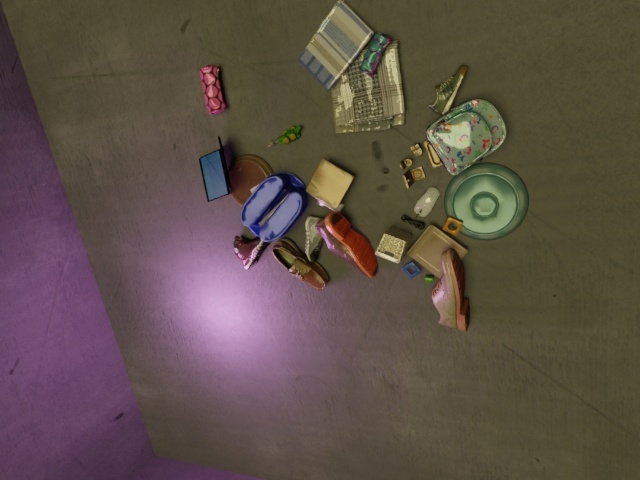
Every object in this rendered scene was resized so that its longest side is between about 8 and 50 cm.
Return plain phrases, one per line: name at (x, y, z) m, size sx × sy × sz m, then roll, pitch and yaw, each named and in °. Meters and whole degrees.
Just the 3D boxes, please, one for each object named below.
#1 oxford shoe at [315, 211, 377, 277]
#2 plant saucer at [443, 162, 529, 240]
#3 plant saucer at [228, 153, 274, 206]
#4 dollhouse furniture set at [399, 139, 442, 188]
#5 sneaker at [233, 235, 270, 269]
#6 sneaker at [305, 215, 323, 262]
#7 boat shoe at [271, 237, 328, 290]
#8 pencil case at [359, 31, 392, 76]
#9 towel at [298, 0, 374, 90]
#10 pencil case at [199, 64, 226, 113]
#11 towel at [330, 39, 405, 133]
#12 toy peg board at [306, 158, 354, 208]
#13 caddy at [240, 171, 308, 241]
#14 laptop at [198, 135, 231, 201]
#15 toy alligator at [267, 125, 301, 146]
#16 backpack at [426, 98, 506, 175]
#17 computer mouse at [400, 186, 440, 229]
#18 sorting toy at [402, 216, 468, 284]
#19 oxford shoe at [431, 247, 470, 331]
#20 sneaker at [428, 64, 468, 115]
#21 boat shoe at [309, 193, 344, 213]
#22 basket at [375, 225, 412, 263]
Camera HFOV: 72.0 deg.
oxford shoe at (0.122, 0.029, 1.982) m, size 0.132 × 0.130 × 0.364 m, roll -24°, pitch 111°, yaw 46°
plant saucer at (0.645, -0.145, 1.732) m, size 0.317 × 0.043 × 0.318 m, roll 8°, pitch 112°, yaw 22°
plant saucer at (-0.341, -0.276, 2.128) m, size 0.277 × 0.041 × 0.278 m, roll 8°, pitch 111°, yaw 21°
dollhouse furniture set at (0.398, -0.308, 1.734) m, size 0.151 × 0.123 × 0.144 m, roll -18°, pitch 101°, yaw 28°
sneaker at (-0.354, 0.008, 2.203) m, size 0.162 × 0.106 × 0.281 m, roll 42°, pitch 121°, yaw 8°
sneaker at (0.000, 0.000, 2.052) m, size 0.132 × 0.086 × 0.229 m, roll 3°, pitch 109°, yaw 21°
boat shoe at (-0.110, 0.127, 2.125) m, size 0.324 × 0.120 × 0.123 m, roll 40°, pitch 120°, yaw 6°
pencil case at (0.207, -0.701, 1.656) m, size 0.070 × 0.064 × 0.152 m, roll 53°, pitch 128°, yaw 37°
towel at (0.057, -0.769, 1.740) m, size 0.209 × 0.034 × 0.285 m, roll 49°, pitch 116°, yaw 13°
pencil case at (-0.489, -0.690, 2.015) m, size 0.098 × 0.095 × 0.210 m, roll -6°, pitch 109°, yaw 10°
towel at (0.178, -0.599, 1.766) m, size 0.311 × 0.056 × 0.325 m, roll -2°, pitch 109°, yaw 25°
toy peg board at (0.050, -0.249, 1.925) m, size 0.161 × 0.079 × 0.161 m, roll 32°, pitch 107°, yaw 11°
caddy at (-0.210, -0.153, 2.030) m, size 0.241 × 0.179 × 0.341 m, roll 40°, pitch 102°, yaw -4°
laptop at (-0.508, -0.331, 2.089) m, size 0.136 × 0.264 × 0.235 m, roll -13°, pitch 86°, yaw -9°
toy alligator at (-0.151, -0.455, 1.972) m, size 0.189 × 0.056 × 0.051 m, roll -23°, pitch 139°, yaw 29°
backpack at (0.536, -0.388, 1.605) m, size 0.253 × 0.191 × 0.225 m, roll -32°, pitch 99°, yaw 15°
computer mouse at (0.424, -0.136, 1.833) m, size 0.106 × 0.042 × 0.193 m, roll 34°, pitch 119°, yaw 10°
sorting toy at (0.496, 0.044, 1.864) m, size 0.196 × 0.047 × 0.348 m, roll 35°, pitch 123°, yaw 3°
oxford shoe at (0.529, 0.214, 1.842) m, size 0.146 × 0.140 × 0.397 m, roll 0°, pitch 117°, yaw 30°
sneaker at (0.468, -0.565, 1.641) m, size 0.086 × 0.064 × 0.192 m, roll 25°, pitch 120°, yaw 9°
boat shoe at (0.019, -0.181, 1.993) m, size 0.184 × 0.066 × 0.063 m, roll 25°, pitch 116°, yaw 3°
basket at (0.315, 0.014, 1.871) m, size 0.113 × 0.167 × 0.103 m, roll 22°, pitch 110°, yaw 15°
